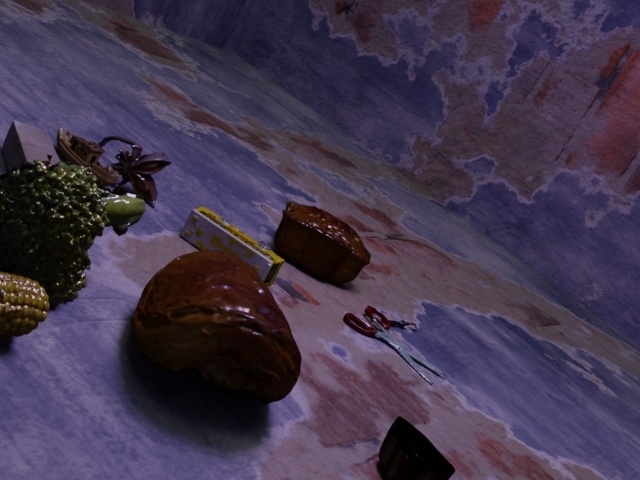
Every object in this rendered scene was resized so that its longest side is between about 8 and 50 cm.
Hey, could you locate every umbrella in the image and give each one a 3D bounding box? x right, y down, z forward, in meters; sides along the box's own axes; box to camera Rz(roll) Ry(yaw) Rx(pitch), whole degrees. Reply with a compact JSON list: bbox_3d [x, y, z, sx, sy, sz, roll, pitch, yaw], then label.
[{"bbox_3d":[0.173,0.193,2.101,0.149,0.022,0.022,17,-16,-37],"label":"umbrella"}]

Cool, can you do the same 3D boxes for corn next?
[{"bbox_3d":[-0.509,0.071,1.152,0.318,0.115,0.115,17,20,-43],"label":"corn"}]

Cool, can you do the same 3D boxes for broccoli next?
[{"bbox_3d":[-0.392,-0.002,1.403,0.273,0.242,0.180,8,48,-38],"label":"broccoli"}]

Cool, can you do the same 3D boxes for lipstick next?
[{"bbox_3d":[-0.542,-0.120,1.705,0.080,0.076,0.371,17,21,-33],"label":"lipstick"}]

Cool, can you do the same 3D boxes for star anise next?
[{"bbox_3d":[-0.427,-0.185,2.047,0.218,0.148,0.227,-13,31,6],"label":"star anise"}]

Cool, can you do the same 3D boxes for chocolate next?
[{"bbox_3d":[0.149,0.366,1.455,0.125,0.080,0.148,37,6,-19],"label":"chocolate"}]

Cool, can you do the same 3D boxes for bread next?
[{"bbox_3d":[0.007,0.000,2.179,0.247,0.135,0.232,29,16,-3],"label":"bread"}]

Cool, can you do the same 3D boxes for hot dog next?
[{"bbox_3d":[-0.162,0.138,1.446,0.267,0.174,0.387,28,7,-17],"label":"hot dog"}]

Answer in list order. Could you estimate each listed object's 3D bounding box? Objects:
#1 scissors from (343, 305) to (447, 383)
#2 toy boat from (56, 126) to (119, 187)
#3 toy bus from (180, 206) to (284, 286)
[{"bbox_3d":[0.171,0.232,1.981,0.248,0.017,0.144,39,23,22],"label":"scissors"},{"bbox_3d":[-0.515,-0.187,1.959,0.206,0.072,0.064,40,17,28],"label":"toy boat"},{"bbox_3d":[-0.188,0.012,1.910,0.226,0.081,0.074,35,16,15],"label":"toy bus"}]
